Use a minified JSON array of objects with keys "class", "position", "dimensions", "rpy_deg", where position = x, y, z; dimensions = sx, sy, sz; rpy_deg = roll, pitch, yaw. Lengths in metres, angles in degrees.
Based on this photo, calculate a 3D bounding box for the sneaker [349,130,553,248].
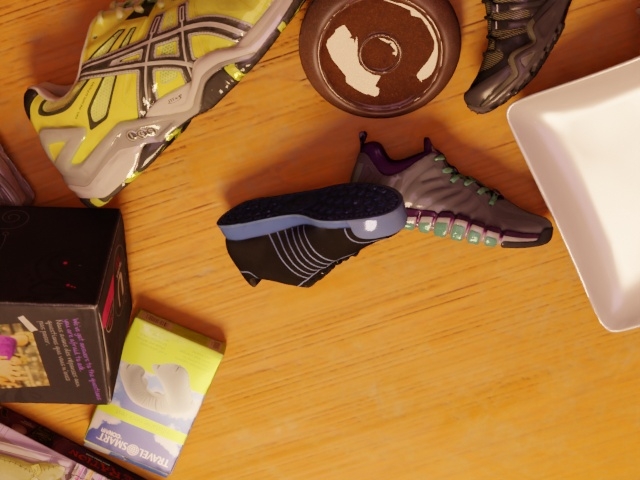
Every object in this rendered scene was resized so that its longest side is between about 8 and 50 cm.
[{"class":"sneaker","position":[0.139,-0.053,1.490],"dimensions":[0.223,0.083,0.098],"rpy_deg":[10,100,0]}]

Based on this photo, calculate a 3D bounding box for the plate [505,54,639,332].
[{"class":"plate","position":[0.364,-0.064,1.443],"dimensions":[0.278,0.045,0.277],"rpy_deg":[-20,104,31]}]

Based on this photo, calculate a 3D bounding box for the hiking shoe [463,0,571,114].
[{"class":"hiking shoe","position":[0.196,-0.239,1.448],"dimensions":[0.114,0.086,0.227],"rpy_deg":[33,98,7]}]

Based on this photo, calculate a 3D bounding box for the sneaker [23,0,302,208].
[{"class":"sneaker","position":[-0.148,-0.195,1.413],"dimensions":[0.384,0.145,0.147],"rpy_deg":[-41,98,19]}]

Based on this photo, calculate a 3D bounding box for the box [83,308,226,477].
[{"class":"box","position":[-0.188,0.177,1.581],"dimensions":[0.109,0.042,0.178],"rpy_deg":[23,104,-4]}]

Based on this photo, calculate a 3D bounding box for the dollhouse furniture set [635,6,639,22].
[{"class":"dollhouse furniture set","position":[0.545,-0.156,1.452],"dimensions":[0.355,0.174,0.303],"rpy_deg":[-13,104,26]}]

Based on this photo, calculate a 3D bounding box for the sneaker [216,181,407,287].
[{"class":"sneaker","position":[0.000,0.000,1.476],"dimensions":[0.232,0.081,0.090],"rpy_deg":[-3,120,39]}]

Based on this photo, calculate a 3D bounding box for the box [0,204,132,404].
[{"class":"box","position":[-0.343,0.064,1.475],"dimensions":[0.270,0.165,0.143],"rpy_deg":[1,128,1]}]

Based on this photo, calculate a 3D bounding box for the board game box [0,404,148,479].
[{"class":"board game box","position":[-0.374,0.297,1.618],"dimensions":[0.347,0.056,0.208],"rpy_deg":[28,108,-5]}]

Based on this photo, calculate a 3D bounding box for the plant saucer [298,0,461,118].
[{"class":"plant saucer","position":[0.061,-0.196,1.459],"dimensions":[0.168,0.029,0.168],"rpy_deg":[1,119,1]}]

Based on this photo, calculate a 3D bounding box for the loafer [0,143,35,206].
[{"class":"loafer","position":[-0.351,-0.084,1.525],"dimensions":[0.045,0.039,0.125],"rpy_deg":[-23,102,42]}]
